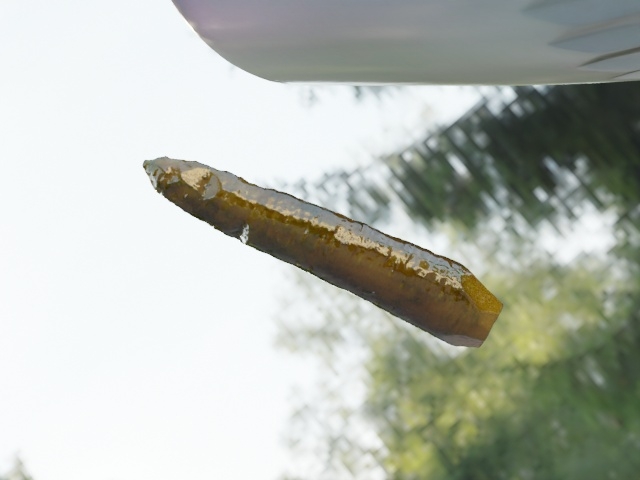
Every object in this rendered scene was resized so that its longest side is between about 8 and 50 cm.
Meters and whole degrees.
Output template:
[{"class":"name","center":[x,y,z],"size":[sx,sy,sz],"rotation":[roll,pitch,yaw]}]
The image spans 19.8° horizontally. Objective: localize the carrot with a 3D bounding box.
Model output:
[{"class":"carrot","center":[0.000,0.000,1.489],"size":[0.066,0.314,0.066],"rotation":[-155,90,-90]}]

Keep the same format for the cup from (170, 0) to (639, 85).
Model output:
[{"class":"cup","center":[0.098,-0.203,0.925],"size":[0.253,0.253,0.372],"rotation":[-23,20,-39]}]
